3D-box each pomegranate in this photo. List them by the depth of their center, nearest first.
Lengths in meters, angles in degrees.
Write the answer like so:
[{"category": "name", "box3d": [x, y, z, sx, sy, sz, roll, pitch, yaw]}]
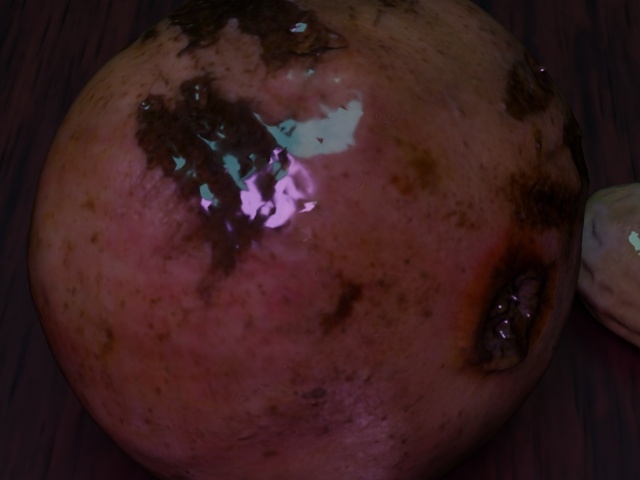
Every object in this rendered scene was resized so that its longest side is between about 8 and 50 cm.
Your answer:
[{"category": "pomegranate", "box3d": [0.000, 0.000, 0.813, 0.322, 0.322, 0.322, 1, 44, -1]}]

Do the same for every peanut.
[{"category": "peanut", "box3d": [0.252, 0.057, 0.900, 0.117, 0.101, 0.263, -22, 48, -16]}]
